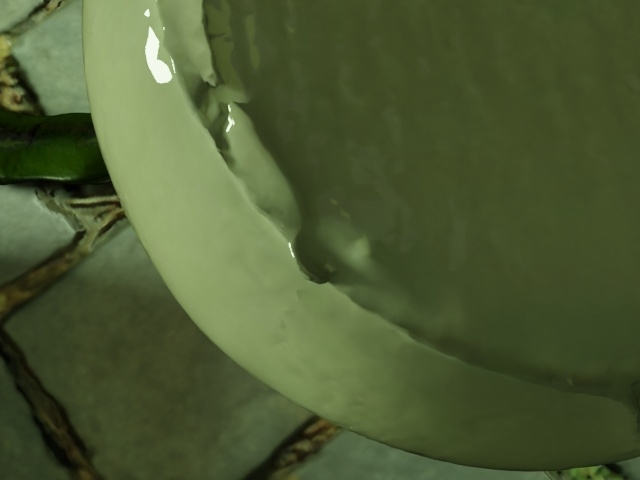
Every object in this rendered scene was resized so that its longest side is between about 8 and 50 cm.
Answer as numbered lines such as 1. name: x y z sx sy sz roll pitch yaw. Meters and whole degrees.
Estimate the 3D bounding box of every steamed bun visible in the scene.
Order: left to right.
1. steamed bun: 0.075 -0.079 0.710 0.374 0.241 0.374 4 73 -13

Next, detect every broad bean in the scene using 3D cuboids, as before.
1. broad bean: -0.189 -0.066 0.904 0.226 0.039 0.069 18 59 23
